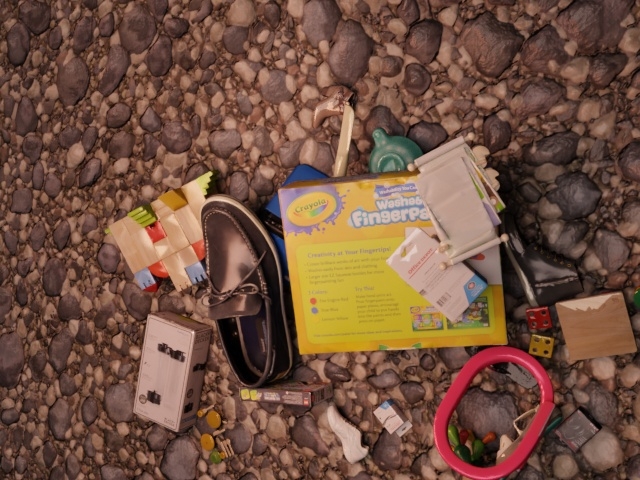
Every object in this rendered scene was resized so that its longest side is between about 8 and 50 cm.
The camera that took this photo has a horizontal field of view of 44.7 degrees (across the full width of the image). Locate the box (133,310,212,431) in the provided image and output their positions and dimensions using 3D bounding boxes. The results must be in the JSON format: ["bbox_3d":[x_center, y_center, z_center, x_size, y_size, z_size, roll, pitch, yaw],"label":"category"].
[{"bbox_3d":[-0.405,0.354,2.133,0.169,0.087,0.289,14,100,28],"label":"box"}]

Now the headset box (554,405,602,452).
[{"bbox_3d":[0.541,0.401,1.643,0.062,0.032,0.083,47,111,18],"label":"headset box"}]

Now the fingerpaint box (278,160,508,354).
[{"bbox_3d":[0.162,0.037,1.675,0.445,0.163,0.371,-6,99,13],"label":"fingerpaint box"}]

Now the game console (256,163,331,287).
[{"bbox_3d":[0.000,0.000,1.925,0.293,0.173,0.250,32,138,24],"label":"game console"}]

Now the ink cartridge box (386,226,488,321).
[{"bbox_3d":[0.231,0.061,1.547,0.180,0.060,0.104,42,105,2],"label":"ink cartridge box"}]

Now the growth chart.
[{"bbox_3d":[0.273,-0.080,1.506,0.172,0.021,0.237,-19,86,-5],"label":"growth chart"}]

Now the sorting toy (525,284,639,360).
[{"bbox_3d":[0.558,0.172,1.600,0.275,0.046,0.132,-14,103,25],"label":"sorting toy"}]

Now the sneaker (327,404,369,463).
[{"bbox_3d":[0.068,0.466,1.902,0.061,0.054,0.152,-31,84,17],"label":"sneaker"}]

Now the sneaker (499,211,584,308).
[{"bbox_3d":[0.466,0.027,1.645,0.118,0.083,0.222,-24,91,23],"label":"sneaker"}]

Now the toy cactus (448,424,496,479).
[{"bbox_3d":[0.344,0.503,1.680,0.112,0.180,0.219,-23,87,13],"label":"toy cactus"}]

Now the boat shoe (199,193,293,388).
[{"bbox_3d":[-0.191,0.132,1.899,0.187,0.156,0.500,-6,105,25],"label":"boat shoe"}]

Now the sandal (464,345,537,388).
[{"bbox_3d":[0.397,0.264,1.710,0.179,0.040,0.067,31,107,24],"label":"sandal"}]

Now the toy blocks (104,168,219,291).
[{"bbox_3d":[-0.369,0.010,2.060,0.381,0.191,0.261,-25,93,18],"label":"toy blocks"}]

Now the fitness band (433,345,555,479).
[{"bbox_3d":[0.363,0.361,1.627,0.209,0.054,0.291,28,77,28],"label":"fitness band"}]

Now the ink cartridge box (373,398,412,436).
[{"bbox_3d":[0.172,0.425,1.850,0.083,0.028,0.048,49,114,17],"label":"ink cartridge box"}]

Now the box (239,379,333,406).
[{"bbox_3d":[-0.085,0.378,1.942,0.207,0.114,0.036,-2,92,29],"label":"box"}]

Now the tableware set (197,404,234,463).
[{"bbox_3d":[-0.289,0.527,2.117,0.104,0.024,0.154,-32,79,30],"label":"tableware set"}]

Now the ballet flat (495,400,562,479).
[{"bbox_3d":[0.424,0.425,1.655,0.213,0.072,0.068,-43,61,-9],"label":"ballet flat"}]

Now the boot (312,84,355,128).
[{"bbox_3d":[0.033,-0.319,1.880,0.087,0.042,0.118,21,103,24],"label":"boot"}]

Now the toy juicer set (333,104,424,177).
[{"bbox_3d":[0.154,-0.143,1.796,0.329,0.089,0.209,34,111,11],"label":"toy juicer set"}]
